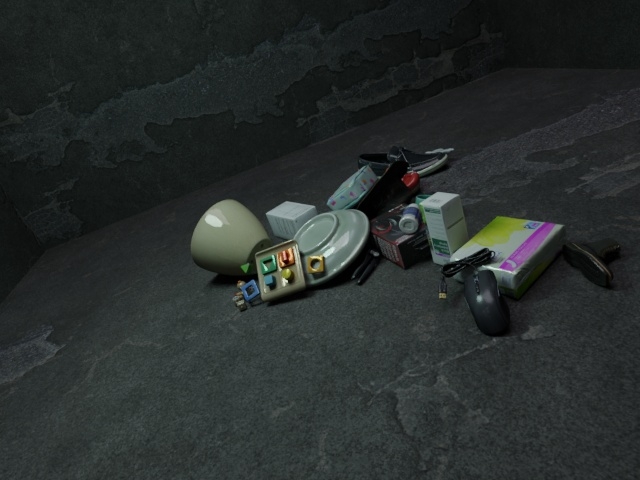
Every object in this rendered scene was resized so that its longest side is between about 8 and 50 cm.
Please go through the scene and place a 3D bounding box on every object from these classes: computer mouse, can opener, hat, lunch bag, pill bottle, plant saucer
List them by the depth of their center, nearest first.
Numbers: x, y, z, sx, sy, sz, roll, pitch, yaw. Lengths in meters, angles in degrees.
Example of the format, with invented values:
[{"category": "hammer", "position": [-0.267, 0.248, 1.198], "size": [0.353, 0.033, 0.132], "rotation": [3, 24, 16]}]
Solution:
[{"category": "computer mouse", "position": [0.408, 0.143, 1.230], "size": [0.184, 0.060, 0.262], "rotation": [-26, 45, 32]}, {"category": "pill bottle", "position": [0.321, -0.081, 1.562], "size": [0.067, 0.067, 0.120], "rotation": [-7, 29, 27]}, {"category": "can opener", "position": [0.169, 0.095, 1.618], "size": [0.059, 0.073, 0.186], "rotation": [28, 44, 7]}, {"category": "plant saucer", "position": [0.000, 0.000, 1.730], "size": [0.401, 0.100, 0.400], "rotation": [-29, 32, 20]}, {"category": "hat", "position": [0.300, -0.174, 1.884], "size": [0.331, 0.331, 0.134], "rotation": [-36, 66, -30]}, {"category": "lunch bag", "position": [0.156, -0.242, 2.166], "size": [0.224, 0.108, 0.279], "rotation": [-38, 8, 37]}]

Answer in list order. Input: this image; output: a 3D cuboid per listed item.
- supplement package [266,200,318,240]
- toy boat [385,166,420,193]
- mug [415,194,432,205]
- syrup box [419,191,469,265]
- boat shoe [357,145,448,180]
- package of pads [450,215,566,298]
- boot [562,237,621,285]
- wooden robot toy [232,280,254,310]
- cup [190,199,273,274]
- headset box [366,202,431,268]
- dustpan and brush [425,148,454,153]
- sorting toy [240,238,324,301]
[{"category": "supplement package", "position": [-0.123, -0.087, 2.089], "size": [0.139, 0.133, 0.244], "rotation": [-34, 28, -27]}, {"category": "toy boat", "position": [0.353, -0.280, 2.102], "size": [0.231, 0.151, 0.151], "rotation": [-16, 26, 9]}, {"category": "mug", "position": [0.454, -0.120, 1.757], "size": [0.158, 0.097, 0.129], "rotation": [7, 16, 13]}, {"category": "syrup box", "position": [0.414, -0.032, 1.458], "size": [0.096, 0.236, 0.093], "rotation": [-31, 27, -25]}, {"category": "boat shoe", "position": [0.413, -0.413, 2.326], "size": [0.500, 0.155, 0.187], "rotation": [-1, 29, 32]}, {"category": "package of pads", "position": [0.571, 0.037, 1.363], "size": [0.297, 0.101, 0.229], "rotation": [-34, 29, -28]}, {"category": "boot", "position": [0.788, 0.046, 1.226], "size": [0.137, 0.076, 0.198], "rotation": [-13, 27, 4]}, {"category": "wooden robot toy", "position": [-0.311, 0.197, 1.724], "size": [0.076, 0.079, 0.173], "rotation": [-15, 25, 12]}, {"category": "cup", "position": [-0.346, 0.020, 1.888], "size": [0.237, 0.331, 0.331], "rotation": [26, 47, 26]}, {"category": "headset box", "position": [0.321, -0.021, 1.654], "size": [0.218, 0.110, 0.293], "rotation": [-28, 26, -15]}, {"category": "dustpan and brush", "position": [0.627, -0.462, 2.370], "size": [0.147, 0.060, 0.211], "rotation": [-36, 29, -30]}, {"category": "sorting toy", "position": [-0.153, 0.107, 1.625], "size": [0.348, 0.047, 0.195], "rotation": [-21, 67, 16]}]
